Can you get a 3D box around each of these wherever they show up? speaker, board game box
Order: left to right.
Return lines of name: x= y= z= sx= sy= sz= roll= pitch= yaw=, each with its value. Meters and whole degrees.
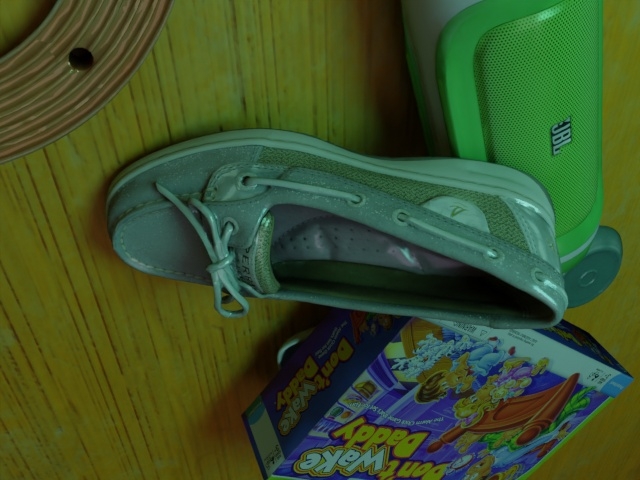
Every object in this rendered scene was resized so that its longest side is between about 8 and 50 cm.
board game box: x=0.131 y=0.156 z=0.637 sx=0.347 sy=0.078 sz=0.233 roll=24 pitch=112 yaw=-37
speaker: x=0.141 y=-0.103 z=0.468 sx=0.131 sy=0.131 sz=0.296 roll=-27 pitch=132 yaw=-4

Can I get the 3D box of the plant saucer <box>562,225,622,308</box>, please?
plant saucer: x=0.299 y=0.038 z=0.723 sx=0.120 sy=0.021 sz=0.119 roll=-13 pitch=130 yaw=-16

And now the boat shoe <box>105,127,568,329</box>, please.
boat shoe: x=0.001 y=0.002 z=0.436 sx=0.321 sy=0.103 sz=0.118 roll=6 pitch=133 yaw=3

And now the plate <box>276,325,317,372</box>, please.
plate: x=0.097 y=0.148 z=0.697 sx=0.278 sy=0.045 sz=0.277 roll=-19 pitch=131 yaw=-12

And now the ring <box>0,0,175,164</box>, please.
ring: x=-0.229 y=-0.179 z=0.296 sx=0.337 sy=0.032 sz=0.336 roll=-13 pitch=129 yaw=-17
